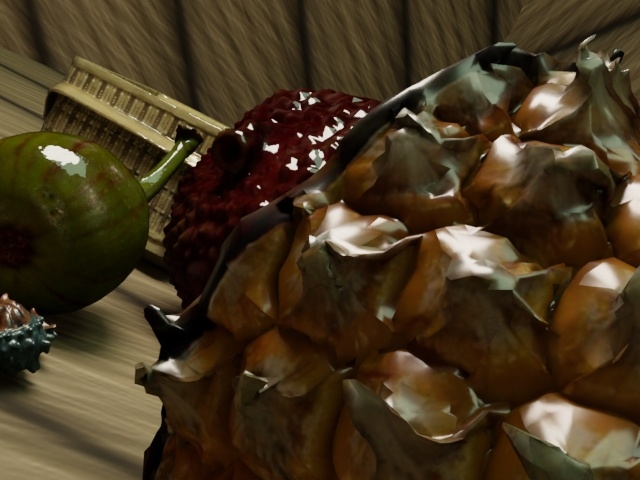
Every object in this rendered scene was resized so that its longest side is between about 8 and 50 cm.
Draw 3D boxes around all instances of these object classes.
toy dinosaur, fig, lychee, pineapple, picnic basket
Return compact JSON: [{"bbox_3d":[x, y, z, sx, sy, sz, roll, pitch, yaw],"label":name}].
[{"bbox_3d":[-0.213,0.068,0.738,0.055,0.049,0.154,30,3,-1],"label":"toy dinosaur"},{"bbox_3d":[-0.198,-0.033,0.937,0.151,0.151,0.259,28,25,10],"label":"fig"},{"bbox_3d":[0.000,0.000,1.055,0.330,0.306,0.306,53,-9,-36],"label":"lychee"},{"bbox_3d":[0.118,0.117,0.440,0.300,0.352,0.352,47,18,31],"label":"pineapple"},{"bbox_3d":[-0.197,-0.081,1.322,0.228,0.175,0.313,28,4,10],"label":"picnic basket"}]
